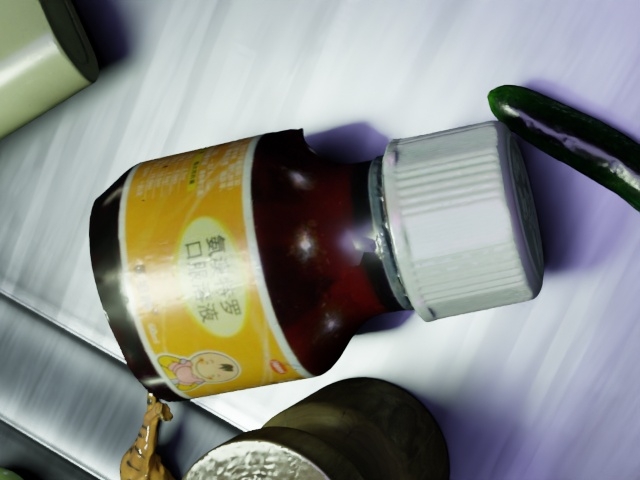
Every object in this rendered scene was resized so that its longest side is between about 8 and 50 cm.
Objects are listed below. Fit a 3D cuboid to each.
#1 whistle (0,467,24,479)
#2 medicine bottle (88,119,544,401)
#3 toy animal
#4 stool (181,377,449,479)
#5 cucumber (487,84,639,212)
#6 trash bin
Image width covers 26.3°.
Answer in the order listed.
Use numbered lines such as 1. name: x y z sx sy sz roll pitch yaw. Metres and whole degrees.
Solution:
1. whistle: -0.310 0.335 1.480 0.294 0.141 0.141 19 103 17
2. medicine bottle: 0.000 0.000 1.274 0.395 0.242 0.242 -17 90 15
3. toy animal: -0.182 0.255 1.451 0.116 0.114 0.255 -6 70 34
4. stool: -0.001 0.239 1.274 0.179 0.264 0.179 3 98 22
5. cucumber: 0.275 -0.063 1.243 0.284 0.056 0.056 34 107 10
6. trash bin: -0.382 -0.204 1.425 0.247 0.121 0.243 -27 76 12
